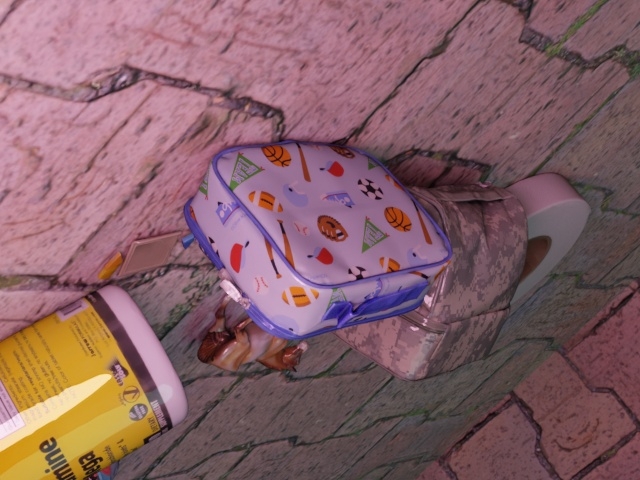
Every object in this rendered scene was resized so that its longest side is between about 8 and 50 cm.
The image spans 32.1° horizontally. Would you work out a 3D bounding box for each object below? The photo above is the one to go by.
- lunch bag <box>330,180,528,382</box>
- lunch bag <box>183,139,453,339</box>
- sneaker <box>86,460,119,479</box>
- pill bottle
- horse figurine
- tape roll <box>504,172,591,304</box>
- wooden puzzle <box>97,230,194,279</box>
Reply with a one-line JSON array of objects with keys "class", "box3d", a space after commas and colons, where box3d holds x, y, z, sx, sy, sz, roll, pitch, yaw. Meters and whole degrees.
[{"class": "lunch bag", "box3d": [0.168, 0.038, 1.633, 0.305, 0.212, 0.256, -4, 123, -56]}, {"class": "lunch bag", "box3d": [0.000, 0.000, 1.288, 0.303, 0.243, 0.115, -11, 145, -46]}, {"class": "sneaker", "box3d": [-0.311, 0.233, 1.505, 0.125, 0.104, 0.262, -60, 167, -47]}, {"class": "pill bottle", "box3d": [-0.335, 0.206, 1.270, 0.334, 0.188, 0.188, -29, 155, -16]}, {"class": "horse figurine", "box3d": [-0.097, 0.136, 1.625, 0.263, 0.066, 0.174, -9, 138, -51]}, {"class": "tape roll", "box3d": [0.313, 0.036, 1.999, 0.392, 0.072, 0.392, -29, 155, -15]}, {"class": "wooden puzzle", "box3d": [-0.205, 0.014, 1.319, 0.116, 0.014, 0.078, -9, 149, -46]}]
